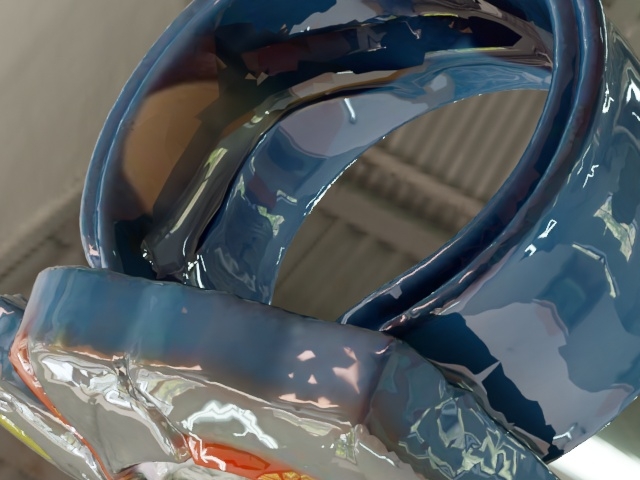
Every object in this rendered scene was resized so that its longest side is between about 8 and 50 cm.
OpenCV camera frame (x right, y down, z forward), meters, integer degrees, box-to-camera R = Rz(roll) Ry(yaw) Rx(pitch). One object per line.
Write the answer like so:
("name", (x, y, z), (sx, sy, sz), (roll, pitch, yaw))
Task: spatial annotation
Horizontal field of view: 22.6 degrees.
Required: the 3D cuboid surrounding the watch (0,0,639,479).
("watch", (0.000, 0.000, 0.689), (0.305, 0.241, 0.274), (7, -115, 37))
